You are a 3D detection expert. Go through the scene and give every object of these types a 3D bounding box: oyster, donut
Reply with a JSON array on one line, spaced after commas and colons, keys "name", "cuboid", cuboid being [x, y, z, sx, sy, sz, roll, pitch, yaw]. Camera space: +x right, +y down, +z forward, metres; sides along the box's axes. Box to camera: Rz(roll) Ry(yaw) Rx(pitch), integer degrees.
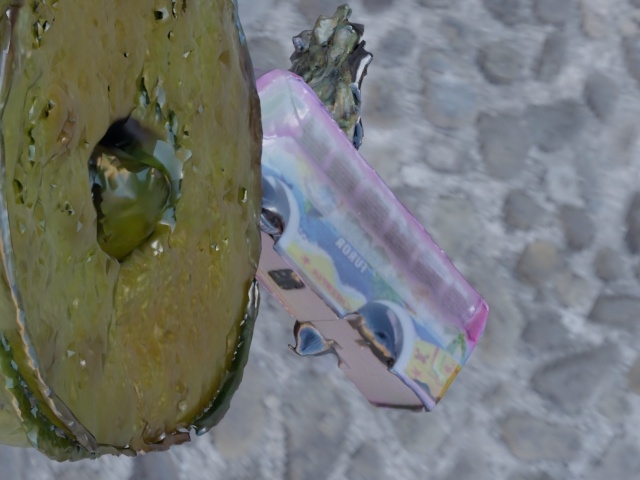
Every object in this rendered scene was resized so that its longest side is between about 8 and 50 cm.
[{"name": "oyster", "cuboid": [-0.018, -0.092, 1.906, 0.092, 0.198, 0.259, 8, 127, -15]}, {"name": "donut", "cuboid": [-0.114, -0.026, 0.845, 0.107, 0.272, 0.272, -1, 103, 17]}]

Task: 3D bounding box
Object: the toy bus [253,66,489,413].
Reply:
[{"name": "toy bus", "cuboid": [0.000, 0.000, 1.422, 0.274, 0.090, 0.112, 49, 66, -23]}]
